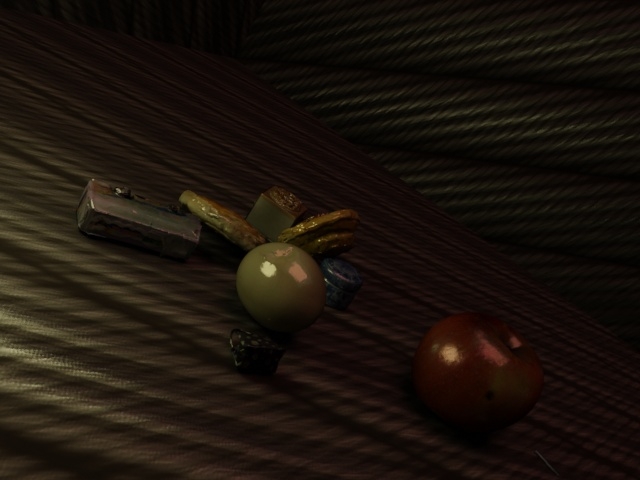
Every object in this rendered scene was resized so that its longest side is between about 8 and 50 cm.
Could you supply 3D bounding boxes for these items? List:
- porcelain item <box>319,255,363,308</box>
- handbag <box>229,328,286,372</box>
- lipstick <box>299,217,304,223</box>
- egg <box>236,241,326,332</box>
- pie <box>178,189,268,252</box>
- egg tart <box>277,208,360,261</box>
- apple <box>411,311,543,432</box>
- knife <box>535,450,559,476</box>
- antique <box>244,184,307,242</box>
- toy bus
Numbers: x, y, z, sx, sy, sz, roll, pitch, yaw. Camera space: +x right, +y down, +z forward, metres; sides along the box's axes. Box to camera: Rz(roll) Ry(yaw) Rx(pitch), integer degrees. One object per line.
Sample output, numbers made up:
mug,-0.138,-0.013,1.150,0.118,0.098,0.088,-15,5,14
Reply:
porcelain item,0.051,0.126,1.993,0.147,0.114,0.147,28,20,-11
handbag,-0.164,0.247,1.504,0.115,0.072,0.139,12,16,-39
lipstick,-0.090,-0.114,2.455,0.027,0.027,0.176,23,21,-23
egg,-0.100,0.117,1.652,0.219,0.219,0.269,5,32,-51
pie,-0.280,-0.046,1.909,0.339,0.077,0.339,35,3,-2
egg tart,0.000,0.000,2.030,0.290,0.290,0.115,-1,67,-55
apple,0.427,0.362,1.772,0.349,0.277,0.348,30,23,-14
knife,0.650,0.640,1.845,0.014,0.005,0.091,7,33,-51
antique,-0.147,-0.092,2.156,0.152,0.148,0.146,36,23,2
toy bus,-0.461,-0.045,1.666,0.317,0.112,0.138,18,29,-31
